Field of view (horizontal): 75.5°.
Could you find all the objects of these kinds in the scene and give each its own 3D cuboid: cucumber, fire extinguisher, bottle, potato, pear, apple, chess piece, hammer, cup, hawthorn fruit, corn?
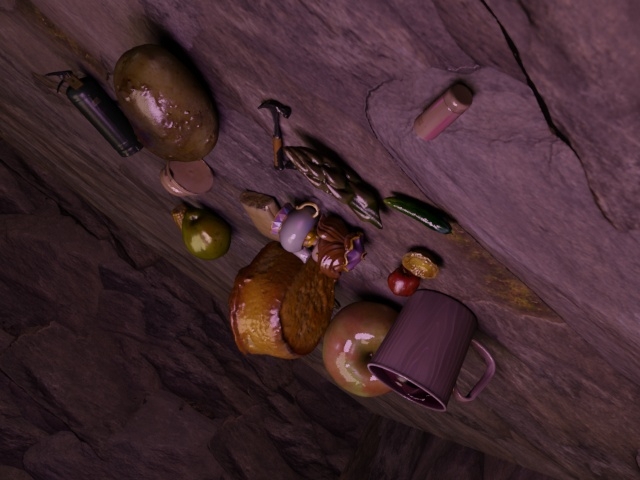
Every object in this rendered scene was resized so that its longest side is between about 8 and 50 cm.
[{"bbox_3d":[0.211,-0.056,0.862,0.168,0.039,0.039,29,156,16],"label":"cucumber"},{"bbox_3d":[-0.688,-0.399,1.280,0.096,0.114,0.311,21,152,38],"label":"fire extinguisher"},{"bbox_3d":[0.184,-0.193,0.627,0.045,0.045,0.096,37,155,-6],"label":"bottle"},{"bbox_3d":[-0.351,-0.302,0.955,0.210,0.173,0.307,28,159,19],"label":"potato"},{"bbox_3d":[-0.446,-0.029,1.598,0.188,0.187,0.219,19,139,32],"label":"pear"},{"bbox_3d":[0.164,0.353,1.383,0.319,0.318,0.277,33,-169,4],"label":"apple"},{"bbox_3d":[-0.469,-0.201,1.389,0.139,0.123,0.307,9,174,-30],"label":"chess piece"},{"bbox_3d":[-0.102,-0.233,0.937,0.078,0.021,0.200,29,152,14],"label":"hammer"},{"bbox_3d":[0.313,0.308,1.128,0.289,0.273,0.208,16,150,34],"label":"cup"},{"bbox_3d":[0.223,0.103,1.103,0.093,0.093,0.093,28,156,14],"label":"hawthorn fruit"},{"bbox_3d":[-0.541,-0.040,1.789,0.106,0.106,0.305,21,150,28],"label":"corn"}]

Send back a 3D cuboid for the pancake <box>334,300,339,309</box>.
[{"bbox_3d":[0.034,0.250,1.696,0.108,0.017,0.108,30,155,16],"label":"pancake"}]

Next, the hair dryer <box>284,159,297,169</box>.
[{"bbox_3d":[-0.043,-0.168,0.998,0.083,0.031,0.079,35,168,-21],"label":"hair dryer"}]

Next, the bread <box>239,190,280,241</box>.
[{"bbox_3d":[-0.169,-0.070,1.296,0.140,0.060,0.178,17,151,34],"label":"bread"}]

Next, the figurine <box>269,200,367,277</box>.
[{"bbox_3d":[0.000,0.000,1.119,0.264,0.142,0.189,30,133,10],"label":"figurine"}]

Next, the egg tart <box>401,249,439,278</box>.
[{"bbox_3d":[0.249,0.054,1.019,0.105,0.039,0.105,28,156,14],"label":"egg tart"}]

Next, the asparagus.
[{"bbox_3d":[0.041,-0.126,0.907,0.288,0.080,0.080,31,158,-14],"label":"asparagus"}]

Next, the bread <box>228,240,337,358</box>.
[{"bbox_3d":[-0.120,0.207,1.352,0.216,0.397,0.398,6,145,30],"label":"bread"}]
